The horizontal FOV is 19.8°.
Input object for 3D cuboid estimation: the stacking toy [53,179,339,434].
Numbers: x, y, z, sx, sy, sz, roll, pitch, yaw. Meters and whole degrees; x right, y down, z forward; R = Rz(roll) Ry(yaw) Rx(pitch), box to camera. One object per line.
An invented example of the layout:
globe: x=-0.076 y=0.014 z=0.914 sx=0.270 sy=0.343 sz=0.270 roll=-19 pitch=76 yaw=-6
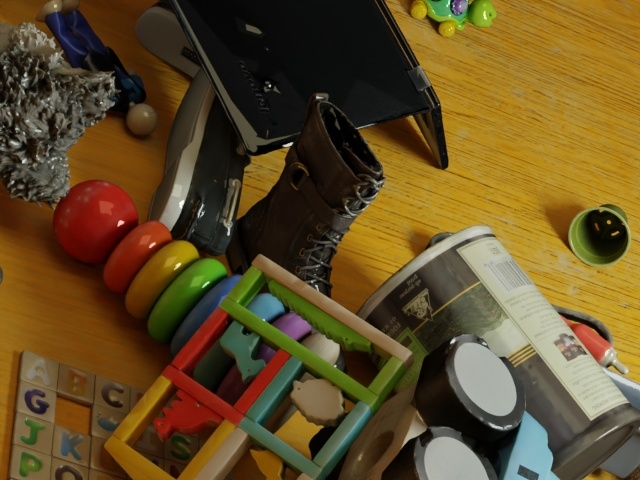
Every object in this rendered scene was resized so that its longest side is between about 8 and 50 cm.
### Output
stacking toy: x=-0.142 y=0.055 z=1.905 sx=0.330 sy=0.141 sz=0.141 roll=41 pitch=37 yaw=8

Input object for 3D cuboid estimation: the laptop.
laptop: x=-0.036 y=-0.256 z=2.271 sx=0.382 sy=0.236 sz=0.408 roll=63 pitch=0 yaw=16

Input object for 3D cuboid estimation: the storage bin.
storage bin: x=0.332 y=0.210 z=2.143 sx=0.135 sy=0.091 sz=0.098 roll=26 pitch=29 yaw=-20

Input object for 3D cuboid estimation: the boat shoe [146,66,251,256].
boat shoe: x=-0.123 y=-0.104 z=2.105 sx=0.091 sy=0.114 sz=0.302 roll=26 pitch=51 yaw=-15

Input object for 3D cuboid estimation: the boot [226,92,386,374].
boot: x=0.000 y=0.000 z=1.992 sx=0.091 sy=0.229 sz=0.263 roll=-2 pitch=53 yaw=-42

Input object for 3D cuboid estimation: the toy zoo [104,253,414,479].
toy zoo: x=-0.072 y=0.174 z=1.764 sx=0.192 sy=0.030 sz=0.293 roll=33 pitch=72 yaw=21

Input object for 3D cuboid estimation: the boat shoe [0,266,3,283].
boat shoe: x=-0.396 y=0.056 z=1.729 sx=0.224 sy=0.073 sz=0.080 roll=-13 pitch=61 yaw=-47

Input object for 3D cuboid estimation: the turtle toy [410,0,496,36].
turtle toy: x=0.190 y=-0.343 z=2.643 sx=0.130 sy=0.066 sz=0.095 roll=31 pitch=38 yaw=-11

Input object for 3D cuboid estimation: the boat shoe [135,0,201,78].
boat shoe: x=-0.120 y=-0.223 z=2.248 sx=0.219 sy=0.078 sz=0.070 roll=37 pitch=38 yaw=0

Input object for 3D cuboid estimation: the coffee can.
coffee can: x=0.191 y=0.150 z=2.024 sx=0.201 sy=0.201 sz=0.275 roll=-17 pitch=63 yaw=-48

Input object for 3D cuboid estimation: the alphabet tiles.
alphabet tiles: x=-0.190 y=0.218 z=1.791 sx=0.237 sy=0.009 sz=0.198 roll=21 pitch=40 yaw=-22

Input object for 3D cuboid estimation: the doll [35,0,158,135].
doll: x=-0.256 y=-0.196 z=2.131 sx=0.189 sy=0.046 sz=0.129 roll=52 pitch=29 yaw=6

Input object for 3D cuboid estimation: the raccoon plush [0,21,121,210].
raccoon plush: x=-0.399 y=-0.105 z=1.763 sx=0.299 sy=0.216 sz=0.446 roll=34 pitch=38 yaw=-1

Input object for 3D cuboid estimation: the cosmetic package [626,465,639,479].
cosmetic package: x=0.490 y=0.278 z=2.215 sx=0.231 sy=0.117 sz=0.085 roll=23 pitch=39 yaw=-22

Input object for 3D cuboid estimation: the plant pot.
plant pot: x=0.381 y=-0.015 z=2.465 sx=0.083 sy=0.083 sz=0.079 roll=42 pitch=25 yaw=4

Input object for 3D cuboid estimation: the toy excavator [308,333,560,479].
toy excavator: x=0.179 y=0.377 z=1.745 sx=0.445 sy=0.222 sz=0.433 roll=41 pitch=37 yaw=-12

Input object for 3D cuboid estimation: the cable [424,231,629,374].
cable: x=0.259 y=0.080 z=2.245 sx=0.139 sy=0.072 sz=0.287 roll=-33 pitch=78 yaw=-30
